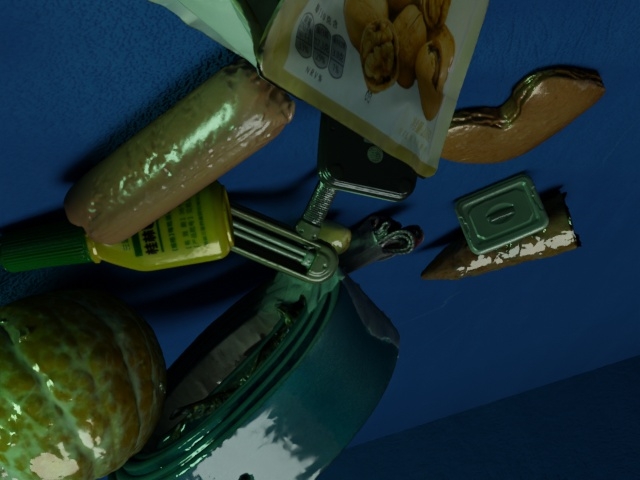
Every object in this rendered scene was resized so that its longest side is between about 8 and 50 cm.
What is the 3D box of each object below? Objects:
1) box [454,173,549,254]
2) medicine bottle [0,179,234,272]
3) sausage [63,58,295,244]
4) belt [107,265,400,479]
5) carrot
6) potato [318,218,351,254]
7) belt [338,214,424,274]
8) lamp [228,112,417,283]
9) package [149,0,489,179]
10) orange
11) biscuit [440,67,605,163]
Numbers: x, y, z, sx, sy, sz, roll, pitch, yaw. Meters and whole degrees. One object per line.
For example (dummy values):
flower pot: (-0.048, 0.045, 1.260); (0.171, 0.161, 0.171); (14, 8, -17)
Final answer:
box: (0.270, -0.036, 1.519); (0.122, 0.089, 0.062); (-23, 170, 11)
medicine bottle: (-0.230, -0.007, 1.152); (0.260, 0.095, 0.064); (-10, 176, 2)
sausage: (-0.146, -0.084, 1.031); (0.289, 0.086, 0.086); (-32, 156, 28)
belt: (-0.093, 0.218, 1.411); (0.436, 0.173, 0.300); (-41, -156, -4)
carrot: (0.284, 0.011, 1.636); (0.263, 0.102, 0.102); (-22, 159, 11)
potato: (0.000, 0.000, 1.404); (0.083, 0.062, 0.068); (7, -171, 5)
belt: (0.043, 0.025, 1.502); (0.232, 0.071, 0.053); (-27, 165, 29)
lamp: (-0.025, -0.072, 1.178); (0.203, 0.124, 0.283); (12, 151, -19)
package: (-0.003, -0.200, 0.827); (0.165, 0.221, 0.311); (16, 178, 28)
orange: (-0.350, 0.205, 1.305); (0.329, 0.249, 0.329); (-29, 172, -4)
biscuit: (0.240, -0.152, 1.270); (0.186, 0.036, 0.192); (3, 149, -42)
